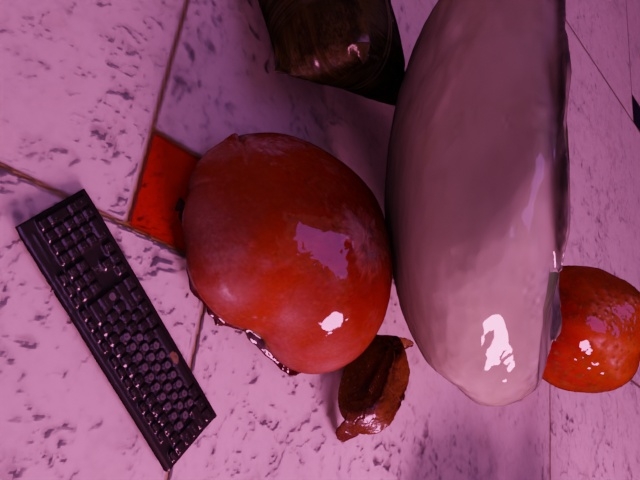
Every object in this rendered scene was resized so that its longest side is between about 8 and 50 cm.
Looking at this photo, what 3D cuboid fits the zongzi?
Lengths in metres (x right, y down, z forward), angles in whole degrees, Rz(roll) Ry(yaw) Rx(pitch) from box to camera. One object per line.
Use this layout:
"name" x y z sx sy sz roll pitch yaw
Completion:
"zongzi" 0.011 -0.260 0.677 0.241 0.111 0.248 -4 77 -68

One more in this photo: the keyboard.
"keyboard" -0.135 0.064 0.469 0.063 0.010 0.198 -45 115 -48

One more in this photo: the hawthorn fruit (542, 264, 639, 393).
"hawthorn fruit" 0.343 0.113 0.907 0.189 0.189 0.189 16 68 -47

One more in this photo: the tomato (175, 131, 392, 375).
"tomato" 0.000 0.000 0.574 0.228 0.112 0.199 42 49 -39

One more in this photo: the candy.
"candy" 0.155 -0.047 0.660 0.427 0.186 0.386 -76 160 -47

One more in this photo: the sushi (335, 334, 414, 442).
"sushi" 0.054 0.136 0.644 0.055 0.052 0.120 67 34 -41
